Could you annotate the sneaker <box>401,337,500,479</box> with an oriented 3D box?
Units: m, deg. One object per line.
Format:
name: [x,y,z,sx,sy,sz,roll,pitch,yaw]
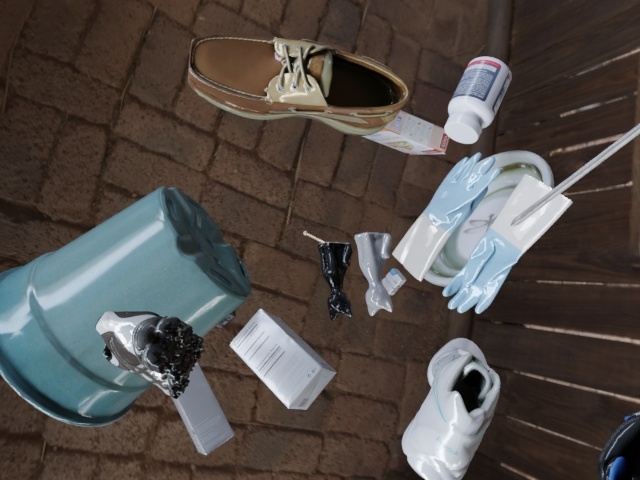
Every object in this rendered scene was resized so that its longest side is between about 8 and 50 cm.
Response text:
sneaker: [0.107,0.106,0.328,0.054,0.152,0.061,30,114,13]

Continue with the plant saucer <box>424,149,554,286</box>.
plant saucer: [0.413,-0.040,1.142,0.101,0.400,0.400,36,72,-21]

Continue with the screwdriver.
screwdriver: [0.174,-0.059,0.238,0.170,0.025,0.024,-45,156,11]

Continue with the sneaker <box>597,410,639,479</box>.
sneaker: [0.261,0.243,0.377,0.121,0.079,0.216,29,74,-36]

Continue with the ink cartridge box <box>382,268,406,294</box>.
ink cartridge box: [0.211,0.129,1.357,0.028,0.048,0.083,7,128,-46]

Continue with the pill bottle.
pill bottle: [0.362,-0.324,1.060,0.108,0.108,0.180,33,77,-24]

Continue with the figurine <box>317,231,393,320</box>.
figurine: [0.095,0.098,1.188,0.092,0.215,0.209,8,73,-46]

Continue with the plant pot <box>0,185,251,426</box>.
plant pot: [-0.332,0.096,0.830,0.334,0.341,0.341,-35,106,5]

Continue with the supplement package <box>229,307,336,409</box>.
supplement package: [-0.101,0.321,1.232,0.134,0.244,0.139,-50,151,-4]

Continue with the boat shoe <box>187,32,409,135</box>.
boat shoe: [-0.020,-0.236,0.650,0.324,0.120,0.122,3,88,-22]

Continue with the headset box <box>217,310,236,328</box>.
headset box: [-0.322,0.244,1.454,0.062,0.083,0.032,33,29,-36]

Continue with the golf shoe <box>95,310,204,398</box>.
golf shoe: [-0.195,0.127,0.532,0.094,0.198,0.077,18,57,4]

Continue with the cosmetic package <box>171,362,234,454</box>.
cosmetic package: [-0.357,0.486,1.323,0.107,0.127,0.237,-29,84,-30]

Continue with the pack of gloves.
pack of gloves: [0.245,-0.011,0.716,0.046,0.195,0.232,15,115,-42]

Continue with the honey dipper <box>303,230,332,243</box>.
honey dipper: [0.000,0.000,1.667,0.030,0.161,0.030,-34,138,-37]

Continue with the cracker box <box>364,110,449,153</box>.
cracker box: [0.208,-0.294,1.222,0.232,0.156,0.067,13,93,-25]
